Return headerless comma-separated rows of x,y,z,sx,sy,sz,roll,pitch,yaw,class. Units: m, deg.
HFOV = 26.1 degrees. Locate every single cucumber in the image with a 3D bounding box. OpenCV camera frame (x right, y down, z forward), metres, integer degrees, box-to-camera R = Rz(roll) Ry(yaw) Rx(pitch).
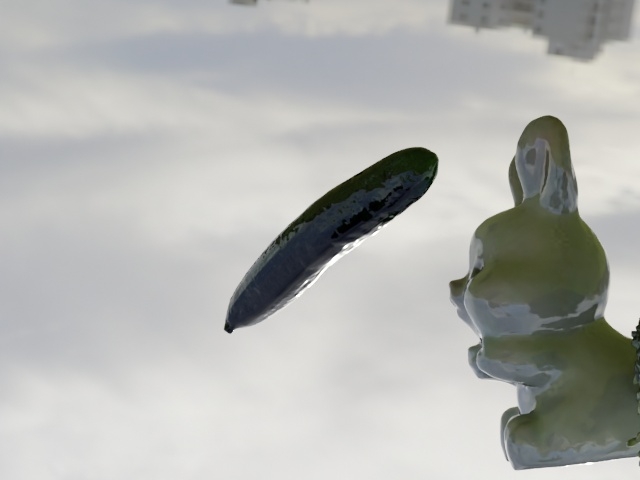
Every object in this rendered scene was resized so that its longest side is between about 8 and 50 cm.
0.000,0.000,1.158,0.056,0.056,0.284,-8,157,-46,cucumber

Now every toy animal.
0.264,0.061,1.476,0.241,0.367,0.196,-18,172,-2,toy animal

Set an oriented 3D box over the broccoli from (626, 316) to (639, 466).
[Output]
0.396,0.127,1.254,0.235,0.259,0.288,24,-160,11,broccoli
